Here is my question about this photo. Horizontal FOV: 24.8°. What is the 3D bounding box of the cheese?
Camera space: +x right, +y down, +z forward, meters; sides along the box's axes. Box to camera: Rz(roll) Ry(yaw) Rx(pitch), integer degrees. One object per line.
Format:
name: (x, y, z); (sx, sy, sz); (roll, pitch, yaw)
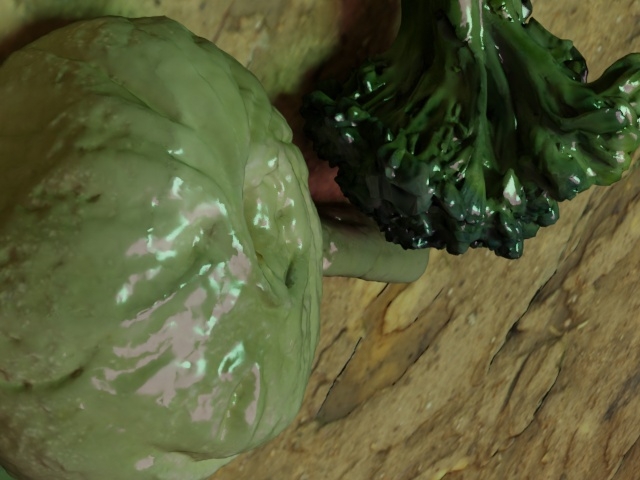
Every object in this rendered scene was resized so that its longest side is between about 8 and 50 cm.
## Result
cheese: (0.000, 0.000, 0.931); (0.194, 0.065, 0.043); (5, 117, -52)

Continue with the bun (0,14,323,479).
bun: (-0.083, 0.014, 0.726); (0.244, 0.153, 0.244); (8, 80, -50)

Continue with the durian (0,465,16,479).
durian: (-0.216, 0.140, 0.723); (0.252, 0.139, 0.144); (-2, 122, -57)

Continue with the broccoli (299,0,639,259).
broccoli: (0.099, -0.116, 0.841); (0.177, 0.198, 0.275); (-20, 131, -48)
